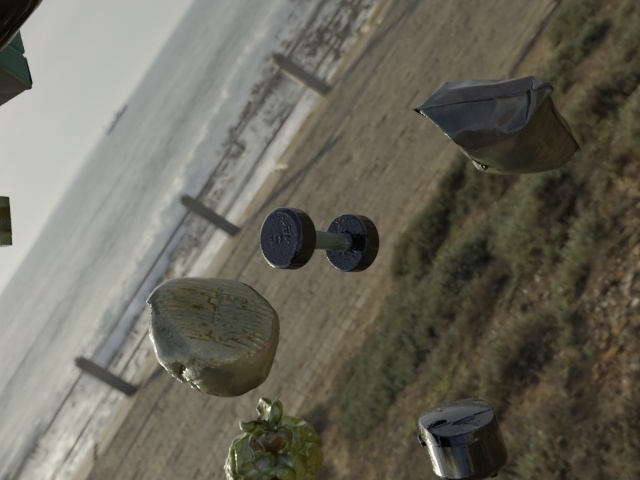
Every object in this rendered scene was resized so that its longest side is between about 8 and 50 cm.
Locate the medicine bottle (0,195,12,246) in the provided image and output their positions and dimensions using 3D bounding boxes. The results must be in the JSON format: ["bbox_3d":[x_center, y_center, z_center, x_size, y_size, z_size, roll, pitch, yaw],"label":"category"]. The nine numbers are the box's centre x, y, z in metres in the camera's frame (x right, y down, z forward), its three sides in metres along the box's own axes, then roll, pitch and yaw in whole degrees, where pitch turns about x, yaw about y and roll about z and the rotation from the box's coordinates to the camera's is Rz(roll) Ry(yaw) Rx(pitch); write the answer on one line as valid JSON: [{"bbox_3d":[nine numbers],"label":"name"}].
[{"bbox_3d":[-0.542,-0.031,1.607,0.047,0.047,0.083,163,102,-68],"label":"medicine bottle"}]

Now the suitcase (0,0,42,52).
[{"bbox_3d":[-0.603,-0.384,1.379,0.339,0.345,0.188,-45,11,10],"label":"suitcase"}]

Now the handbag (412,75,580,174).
[{"bbox_3d":[0.245,-0.151,1.290,0.183,0.270,0.117,-1,79,24],"label":"handbag"}]

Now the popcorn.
[{"bbox_3d":[-0.064,0.306,1.372,0.141,0.162,0.135,-33,-7,26],"label":"popcorn"}]

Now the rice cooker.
[{"bbox_3d":[0.197,0.280,1.336,0.112,0.106,0.165,-17,-5,-5],"label":"rice cooker"}]

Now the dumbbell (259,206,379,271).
[{"bbox_3d":[0.000,0.000,1.547,0.100,0.191,0.100,-5,83,43],"label":"dumbbell"}]

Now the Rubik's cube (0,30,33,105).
[{"bbox_3d":[-0.691,-0.358,1.725,0.221,0.231,0.224,-27,62,15],"label":"Rubik's cube"}]

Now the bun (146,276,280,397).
[{"bbox_3d":[-0.158,0.140,1.340,0.178,0.193,0.127,-85,13,-51],"label":"bun"}]
